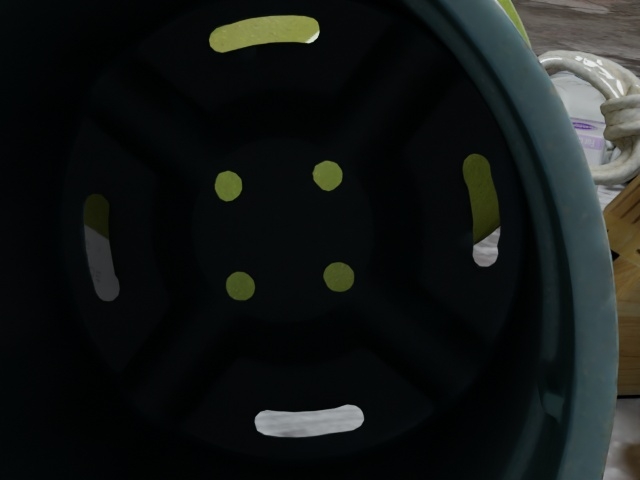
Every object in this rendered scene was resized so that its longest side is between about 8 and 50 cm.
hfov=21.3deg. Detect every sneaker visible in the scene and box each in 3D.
[{"bbox_3d":[0.270,-0.098,1.606,0.091,0.094,0.258,-21,22,-21],"label":"sneaker"}]

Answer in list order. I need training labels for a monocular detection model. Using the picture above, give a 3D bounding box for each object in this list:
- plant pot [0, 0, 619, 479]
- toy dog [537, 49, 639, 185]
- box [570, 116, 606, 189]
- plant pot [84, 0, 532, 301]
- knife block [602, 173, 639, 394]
[{"bbox_3d":[-0.047,0.012,0.699,0.341,0.341,0.334,10,9,10],"label":"plant pot"},{"bbox_3d":[0.261,-0.017,0.921,0.220,0.333,0.161,-19,-15,-12],"label":"toy dog"},{"bbox_3d":[0.092,-0.096,1.533,0.324,0.067,0.063,11,18,11],"label":"box"},{"bbox_3d":[-0.054,-0.046,1.033,0.275,0.274,0.293,16,35,30],"label":"plant pot"},{"bbox_3d":[0.280,0.054,1.106,0.276,0.242,0.088,-43,26,-4],"label":"knife block"}]
